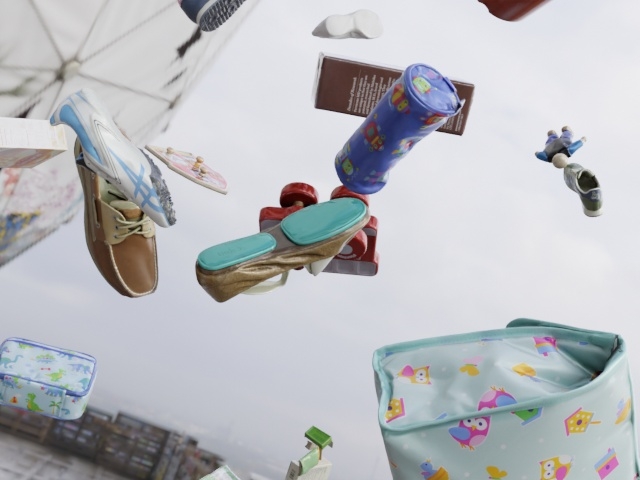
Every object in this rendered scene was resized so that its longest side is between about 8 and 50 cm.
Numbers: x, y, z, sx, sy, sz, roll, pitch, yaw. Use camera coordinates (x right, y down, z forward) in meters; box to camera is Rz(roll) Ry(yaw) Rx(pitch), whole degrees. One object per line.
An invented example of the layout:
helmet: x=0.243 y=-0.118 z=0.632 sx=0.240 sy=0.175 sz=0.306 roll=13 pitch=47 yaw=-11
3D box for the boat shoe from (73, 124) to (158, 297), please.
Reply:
boat shoe: x=-0.359 y=-0.053 z=1.493 sx=0.123 sy=0.323 sz=0.120 roll=-20 pitch=12 yaw=-29

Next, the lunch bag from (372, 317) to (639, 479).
lunch bag: x=0.201 y=0.209 z=0.877 sx=0.262 sy=0.223 sz=0.160 roll=-13 pitch=26 yaw=4

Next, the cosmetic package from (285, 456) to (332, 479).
cosmetic package: x=-0.030 y=0.592 z=2.137 sx=0.115 sy=0.060 sz=0.041 roll=9 pitch=13 yaw=-45

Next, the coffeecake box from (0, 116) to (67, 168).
coffeecake box: x=-0.643 y=-0.199 z=1.719 sx=0.142 sy=0.068 sz=0.186 roll=-16 pitch=-7 yaw=37

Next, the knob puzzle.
knob puzzle: x=-0.276 y=-0.164 z=1.890 sx=0.213 sy=0.030 sz=0.213 roll=29 pitch=13 yaw=-7

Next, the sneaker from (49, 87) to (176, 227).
sneaker: x=-0.297 y=-0.109 z=1.222 sx=0.237 sy=0.086 sz=0.085 roll=53 pitch=6 yaw=-17

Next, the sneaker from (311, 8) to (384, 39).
sneaker: x=0.072 y=-0.576 z=2.262 sx=0.212 sy=0.080 sz=0.094 roll=-9 pitch=1 yaw=-35

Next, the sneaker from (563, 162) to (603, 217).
sneaker: x=0.643 y=-0.148 z=2.038 sx=0.064 sy=0.192 sz=0.086 roll=-13 pitch=-48 yaw=4

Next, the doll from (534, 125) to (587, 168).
doll: x=0.592 y=-0.229 z=2.058 sx=0.129 sy=0.189 sz=0.046 roll=-15 pitch=-67 yaw=25

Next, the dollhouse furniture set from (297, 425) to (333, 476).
dollhouse furniture set: x=-0.007 y=0.518 z=2.026 sx=0.059 sy=0.076 sz=0.151 roll=29 pitch=-47 yaw=29

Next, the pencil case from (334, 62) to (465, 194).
pencil case: x=0.145 y=-0.210 z=1.600 sx=0.133 sy=0.119 sz=0.306 roll=-16 pitch=-19 yaw=-37

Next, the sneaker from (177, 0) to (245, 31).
sneaker: x=-0.215 y=-0.653 z=2.046 sx=0.131 sy=0.319 sz=0.112 roll=41 pitch=-18 yaw=18

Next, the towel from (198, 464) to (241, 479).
towel: x=-0.211 y=0.516 z=1.673 sx=0.113 sy=0.023 sz=0.152 roll=33 pitch=32 yaw=29

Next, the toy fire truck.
toy fire truck: x=0.000 y=0.000 z=2.078 sx=0.302 sy=0.169 sz=0.253 roll=3 pitch=-39 yaw=3

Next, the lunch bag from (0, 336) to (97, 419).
lunch bag: x=-0.597 y=0.290 z=1.793 sx=0.219 sy=0.090 sz=0.176 roll=17 pitch=18 yaw=-8

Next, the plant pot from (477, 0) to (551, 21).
plant pot: x=0.490 y=-0.652 z=1.908 sx=0.272 sy=0.272 sz=0.265 roll=25 pitch=-28 yaw=-18

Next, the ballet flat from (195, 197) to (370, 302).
ballet flat: x=-0.063 y=0.028 z=1.551 sx=0.116 sy=0.343 sz=0.124 roll=50 pitch=-23 yaw=46

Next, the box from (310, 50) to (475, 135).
box: x=0.174 y=-0.371 z=2.103 sx=0.382 sy=0.143 sz=0.191 roll=11 pitch=15 yaw=-6
